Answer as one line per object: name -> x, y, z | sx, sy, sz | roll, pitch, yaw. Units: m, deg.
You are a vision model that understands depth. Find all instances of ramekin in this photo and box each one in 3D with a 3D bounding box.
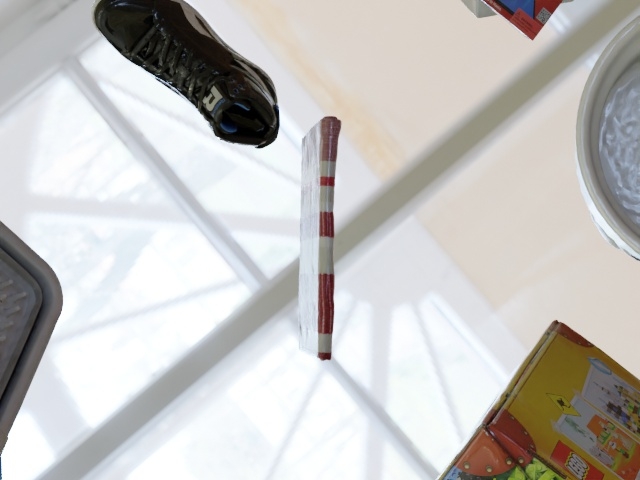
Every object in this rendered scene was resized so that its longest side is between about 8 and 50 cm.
ramekin -> 0.380, -0.094, 1.258 | 0.277, 0.277, 0.135 | 49, 179, 5

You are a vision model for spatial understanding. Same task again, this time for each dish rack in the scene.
dish rack -> -0.457, 0.097, 1.500 | 0.072, 0.333, 0.285 | -22, 126, 34

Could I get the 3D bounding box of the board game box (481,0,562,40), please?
board game box -> 0.213, -0.389, 1.630 | 0.281, 0.145, 0.027 | 32, -172, -27

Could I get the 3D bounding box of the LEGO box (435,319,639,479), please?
LEGO box -> 0.362, 0.339, 1.682 | 0.372, 0.193, 0.500 | 37, -160, 10

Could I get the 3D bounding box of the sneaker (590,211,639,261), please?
sneaker -> 0.471, -0.055, 1.523 | 0.236, 0.322, 0.130 | 23, 124, 46

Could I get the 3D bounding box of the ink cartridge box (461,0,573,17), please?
ink cartridge box -> 0.276, -0.435, 1.814 | 0.093, 0.154, 0.212 | -114, 17, -52

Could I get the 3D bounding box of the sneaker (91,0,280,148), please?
sneaker -> -0.123, -0.168, 1.265 | 0.217, 0.079, 0.121 | 30, -161, -25

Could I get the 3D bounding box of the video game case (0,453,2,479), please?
video game case -> -0.281, 0.213, 1.017 | 0.166, 0.015, 0.119 | 2, 95, 58

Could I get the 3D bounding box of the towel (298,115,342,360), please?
towel -> 0.000, 0.000, 1.833 | 0.237, 0.037, 0.329 | 166, 105, -83
